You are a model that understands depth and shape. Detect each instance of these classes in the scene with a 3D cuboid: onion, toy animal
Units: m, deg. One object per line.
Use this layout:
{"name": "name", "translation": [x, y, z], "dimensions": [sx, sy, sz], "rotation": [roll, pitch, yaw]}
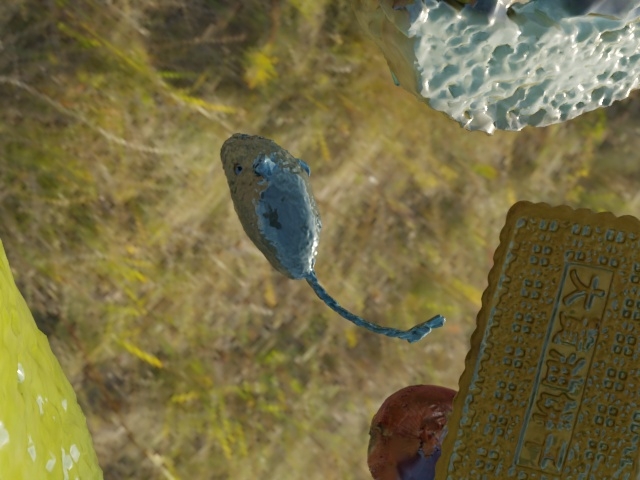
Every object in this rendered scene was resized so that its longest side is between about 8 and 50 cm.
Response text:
{"name": "onion", "translation": [0.125, 0.207, 1.423], "dimensions": [0.150, 0.150, 0.140], "rotation": [-26, 166, -27]}
{"name": "toy animal", "translation": [-0.004, 0.009, 1.257], "dimensions": [0.079, 0.253, 0.070], "rotation": [-39, -178, 32]}

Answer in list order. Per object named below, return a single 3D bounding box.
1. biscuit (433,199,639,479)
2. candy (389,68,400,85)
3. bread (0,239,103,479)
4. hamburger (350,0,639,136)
{"name": "biscuit", "translation": [0.182, 0.100, 1.046], "dimensions": [0.029, 0.172, 0.255], "rotation": [27, 77, -56]}
{"name": "candy", "translation": [0.037, -0.213, 1.165], "dimensions": [0.055, 0.185, 0.049], "rotation": [-10, 167, -42]}
{"name": "bread", "translation": [-0.275, 0.090, 0.635], "dimensions": [0.348, 0.348, 0.308], "rotation": [-41, 152, -12]}
{"name": "hamburger", "translation": [0.089, -0.125, 0.480], "dimensions": [0.207, 0.155, 0.135], "rotation": [-42, 142, -5]}
